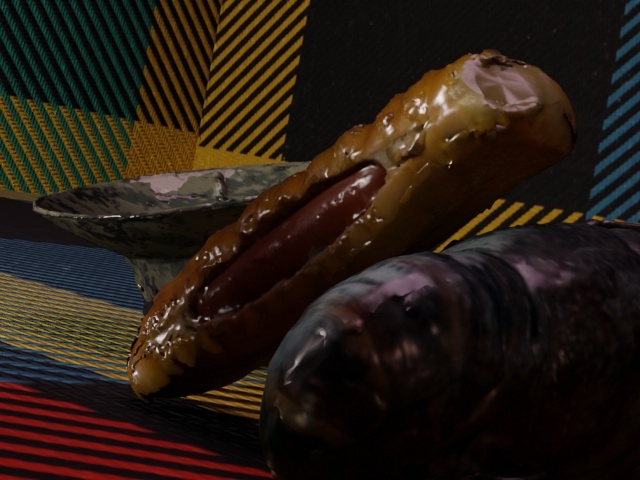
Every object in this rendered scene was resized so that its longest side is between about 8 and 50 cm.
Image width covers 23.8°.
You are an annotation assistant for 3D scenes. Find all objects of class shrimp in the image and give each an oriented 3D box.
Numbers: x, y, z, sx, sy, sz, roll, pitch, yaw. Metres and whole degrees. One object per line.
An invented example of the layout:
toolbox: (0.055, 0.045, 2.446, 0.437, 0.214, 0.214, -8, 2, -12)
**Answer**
shrimp: (0.100, 0.047, 0.698, 0.172, 0.137, 0.372, 33, 17, 37)

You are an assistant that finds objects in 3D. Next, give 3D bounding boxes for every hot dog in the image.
hot dog: (0.001, 0.000, 0.714, 0.083, 0.068, 0.289, -11, -20, -47)

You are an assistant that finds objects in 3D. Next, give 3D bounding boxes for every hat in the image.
hat: (-0.060, 0.016, 1.044, 0.265, 0.128, 0.265, -4, 5, 0)
